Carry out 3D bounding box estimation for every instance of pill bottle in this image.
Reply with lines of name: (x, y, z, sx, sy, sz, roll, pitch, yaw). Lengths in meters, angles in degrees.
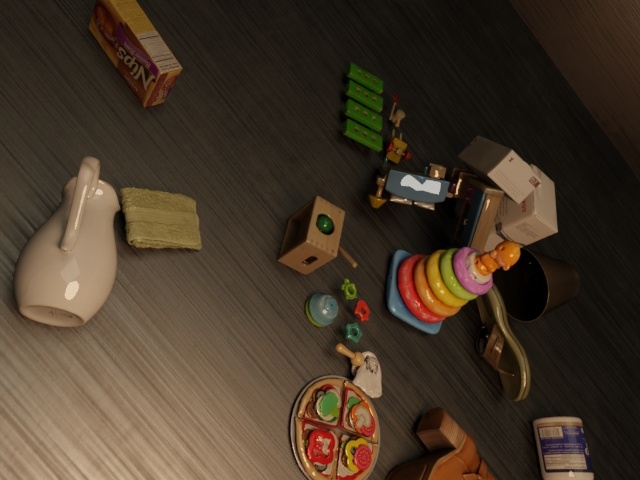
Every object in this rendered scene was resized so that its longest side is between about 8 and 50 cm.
pill bottle: (0.572, 0.517, 1.163, 0.112, 0.112, 0.187, 17, 60, -30)

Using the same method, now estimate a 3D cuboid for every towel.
towel: (-0.268, -0.037, 0.846, 0.148, 0.027, 0.110, 6, 63, -52)

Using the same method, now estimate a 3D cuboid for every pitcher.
pitcher: (-0.344, 0.001, 0.691, 0.125, 0.178, 0.207, 12, 60, -15)

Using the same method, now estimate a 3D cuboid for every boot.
boot: (0.237, 0.495, 0.945, 0.220, 0.109, 0.283, 53, 41, -9)

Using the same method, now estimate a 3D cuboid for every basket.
basket: (0.602, 0.118, 1.364, 0.226, 0.154, 0.204, 4, 67, -39)

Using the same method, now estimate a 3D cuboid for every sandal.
sandal: (0.414, 0.239, 1.202, 0.086, 0.120, 0.303, -13, 73, -11)

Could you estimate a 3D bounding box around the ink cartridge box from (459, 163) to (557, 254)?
ink cartridge box: (0.487, -0.065, 1.303, 0.100, 0.237, 0.172, 30, 54, -22)

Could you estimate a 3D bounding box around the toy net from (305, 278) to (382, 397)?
toy net: (0.064, 0.199, 0.989, 0.122, 0.045, 0.232, -21, 83, -43)

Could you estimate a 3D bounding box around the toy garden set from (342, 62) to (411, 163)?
toy garden set: (0.144, -0.323, 1.306, 0.203, 0.049, 0.244, 21, 56, -25)

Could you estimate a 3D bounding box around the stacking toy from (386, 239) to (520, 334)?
stacking toy: (0.295, 0.071, 1.050, 0.165, 0.302, 0.175, 28, 53, -23)

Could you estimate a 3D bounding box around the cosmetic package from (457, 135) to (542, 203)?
cosmetic package: (0.443, -0.183, 1.248, 0.117, 0.085, 0.231, 39, 15, -14)

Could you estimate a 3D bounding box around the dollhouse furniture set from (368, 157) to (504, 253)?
dollhouse furniture set: (0.246, -0.085, 1.244, 0.303, 0.198, 0.286, 11, 18, -6)

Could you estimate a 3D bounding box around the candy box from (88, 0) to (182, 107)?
candy box: (-0.343, -0.355, 0.914, 0.053, 0.109, 0.187, -34, 91, -42)

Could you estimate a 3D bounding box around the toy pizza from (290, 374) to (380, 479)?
toy pizza: (0.036, 0.346, 0.900, 0.201, 0.032, 0.201, 17, 59, -30)

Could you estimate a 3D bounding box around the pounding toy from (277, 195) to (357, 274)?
pounding toy: (0.000, 0.000, 0.972, 0.100, 0.141, 0.130, 28, 54, -23)
